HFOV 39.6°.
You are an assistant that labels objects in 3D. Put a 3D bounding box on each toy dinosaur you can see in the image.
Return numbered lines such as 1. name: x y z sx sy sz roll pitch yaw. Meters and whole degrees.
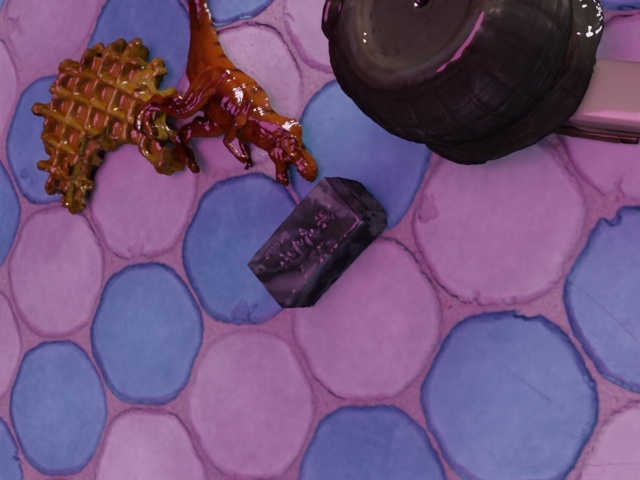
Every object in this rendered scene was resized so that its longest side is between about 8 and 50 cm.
1. toy dinosaur: -0.177 -0.219 1.316 0.208 0.097 0.432 -38 73 8

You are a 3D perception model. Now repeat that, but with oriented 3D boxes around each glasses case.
1. glasses case: 0.377 -0.161 1.021 0.196 0.050 0.083 13 86 30

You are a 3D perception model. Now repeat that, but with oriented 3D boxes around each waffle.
1. waffle: -0.353 -0.194 1.430 0.293 0.069 0.260 -21 79 26

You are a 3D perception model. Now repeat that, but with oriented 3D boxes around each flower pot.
1. flower pot: 0.156 -0.245 1.041 0.302 0.213 0.302 -16 65 38

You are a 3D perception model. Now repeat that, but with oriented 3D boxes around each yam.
1. yam: 0.331 -0.128 1.070 0.107 0.014 0.014 12 93 29

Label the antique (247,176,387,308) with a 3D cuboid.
1. antique: 0.000 0.000 1.208 0.183 0.086 0.088 -48 67 18
